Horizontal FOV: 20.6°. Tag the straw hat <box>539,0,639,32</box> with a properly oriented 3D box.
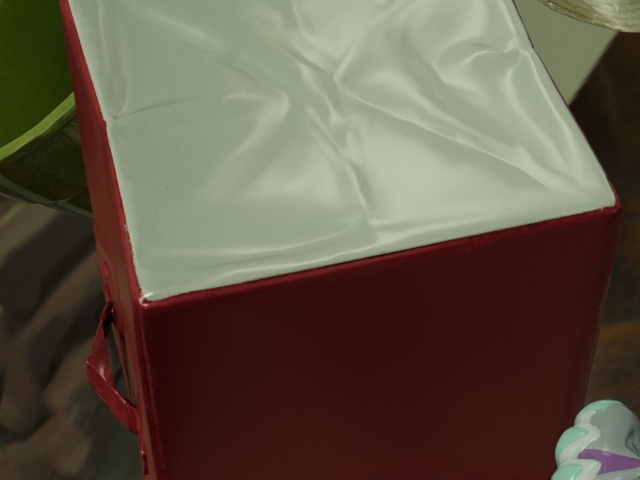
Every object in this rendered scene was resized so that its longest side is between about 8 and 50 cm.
[{"bbox_3d":[0.130,-0.172,0.903,0.144,0.061,0.144,16,34,-11],"label":"straw hat"}]

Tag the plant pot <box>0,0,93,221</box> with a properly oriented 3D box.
[{"bbox_3d":[-0.057,-0.142,1.244,0.353,0.366,0.366,29,60,-37],"label":"plant pot"}]

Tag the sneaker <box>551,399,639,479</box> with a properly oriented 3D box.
[{"bbox_3d":[0.089,0.074,0.401,0.038,0.069,0.098,48,36,-40],"label":"sneaker"}]

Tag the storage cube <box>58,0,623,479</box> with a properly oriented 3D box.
[{"bbox_3d":[0.000,0.000,0.753,0.215,0.193,0.184,-11,52,-9],"label":"storage cube"}]
